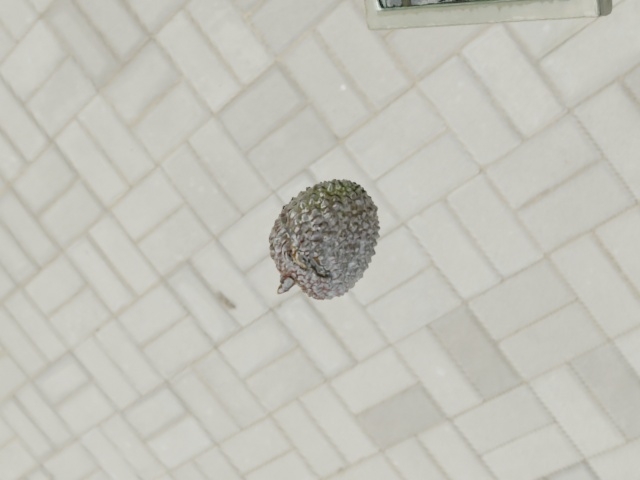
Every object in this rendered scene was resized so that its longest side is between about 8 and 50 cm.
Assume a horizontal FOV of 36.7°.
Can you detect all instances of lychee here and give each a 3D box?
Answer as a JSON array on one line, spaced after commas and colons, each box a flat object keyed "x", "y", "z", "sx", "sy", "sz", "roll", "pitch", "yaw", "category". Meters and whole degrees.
[{"x": 0.000, "y": 0.000, "z": 0.571, "sx": 0.083, "sy": 0.068, "sz": 0.067, "roll": -46, "pitch": 51, "yaw": 18, "category": "lychee"}]

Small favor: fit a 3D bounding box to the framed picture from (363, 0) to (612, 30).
[{"x": 0.092, "y": -0.312, "z": 0.675, "sx": 0.240, "sy": 0.020, "sz": 0.324, "roll": 15, "pitch": 119, "yaw": 51, "category": "framed picture"}]
